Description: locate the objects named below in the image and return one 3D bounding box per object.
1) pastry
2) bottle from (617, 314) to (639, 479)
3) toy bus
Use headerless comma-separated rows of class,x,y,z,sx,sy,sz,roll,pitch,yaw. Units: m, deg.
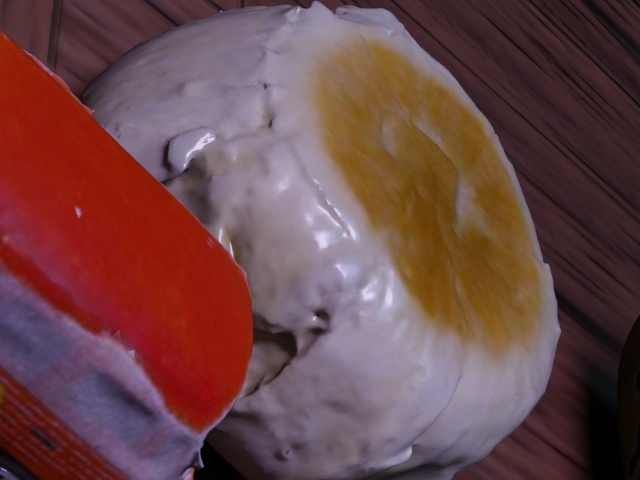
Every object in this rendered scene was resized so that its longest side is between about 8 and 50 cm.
pastry,0.000,0.000,0.575,0.166,0.088,0.165,40,33,-34
bottle,0.181,0.168,0.633,0.171,0.171,0.351,45,34,-28
toy bus,-0.086,-0.002,0.451,0.174,0.077,0.079,45,35,-28
